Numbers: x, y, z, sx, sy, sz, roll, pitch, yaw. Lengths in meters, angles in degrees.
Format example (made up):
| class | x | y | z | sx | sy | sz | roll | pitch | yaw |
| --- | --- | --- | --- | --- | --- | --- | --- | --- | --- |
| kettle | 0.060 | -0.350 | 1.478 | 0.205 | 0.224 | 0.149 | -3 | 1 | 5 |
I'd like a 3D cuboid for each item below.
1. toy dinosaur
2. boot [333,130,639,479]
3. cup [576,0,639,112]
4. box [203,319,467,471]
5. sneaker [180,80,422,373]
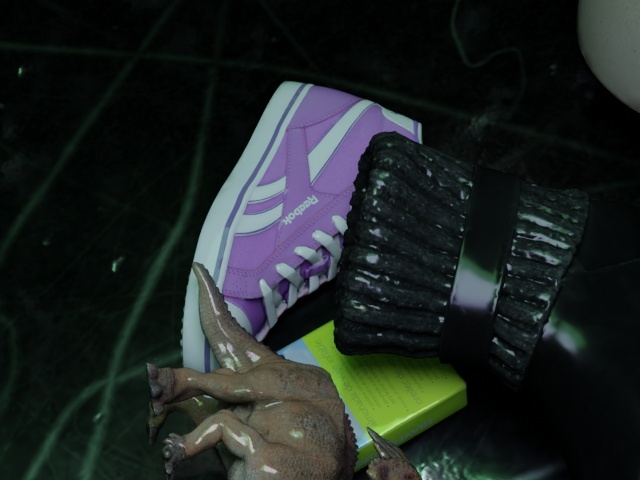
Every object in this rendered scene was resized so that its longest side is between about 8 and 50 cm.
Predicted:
| class | x | y | z | sx | sy | sz | roll | pitch | yaw |
| --- | --- | --- | --- | --- | --- | --- | --- | --- | --- |
| toy dinosaur | -0.015 | 0.145 | 1.289 | 0.200 | 0.127 | 0.296 | -8 | 47 | -10 |
| boot | 0.136 | 0.087 | 1.304 | 0.260 | 0.131 | 0.348 | 12 | 47 | -12 |
| cup | 0.363 | -0.265 | 1.430 | 0.331 | 0.237 | 0.331 | -5 | 41 | 4 |
| box | 0.009 | 0.122 | 1.388 | 0.178 | 0.042 | 0.109 | -29 | 60 | -11 |
| sneaker | 0.000 | -0.001 | 1.435 | 0.161 | 0.102 | 0.282 | 17 | 61 | 13 |
